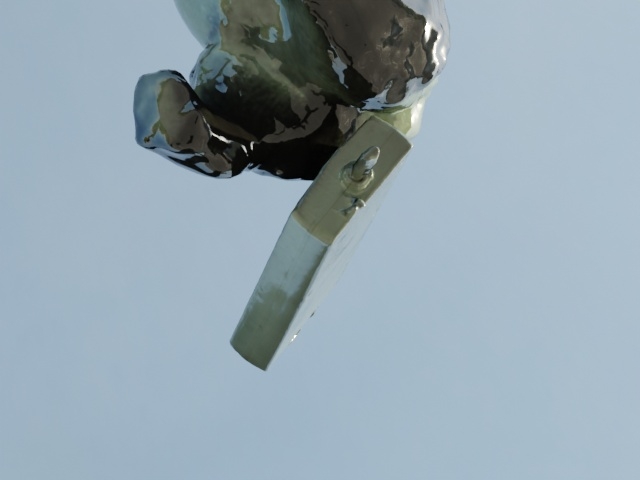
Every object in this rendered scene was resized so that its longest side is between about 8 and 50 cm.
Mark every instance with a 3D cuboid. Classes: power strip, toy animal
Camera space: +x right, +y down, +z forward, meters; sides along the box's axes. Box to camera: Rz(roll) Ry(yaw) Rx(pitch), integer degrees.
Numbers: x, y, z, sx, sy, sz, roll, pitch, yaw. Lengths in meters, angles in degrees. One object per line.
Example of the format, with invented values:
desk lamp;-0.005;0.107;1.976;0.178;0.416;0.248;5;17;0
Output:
power strip;0.000;0.000;0.642;0.019;0.136;0.051;38;-116;6
toy animal;-0.025;-0.125;0.653;0.094;0.225;0.121;-36;-27;26
